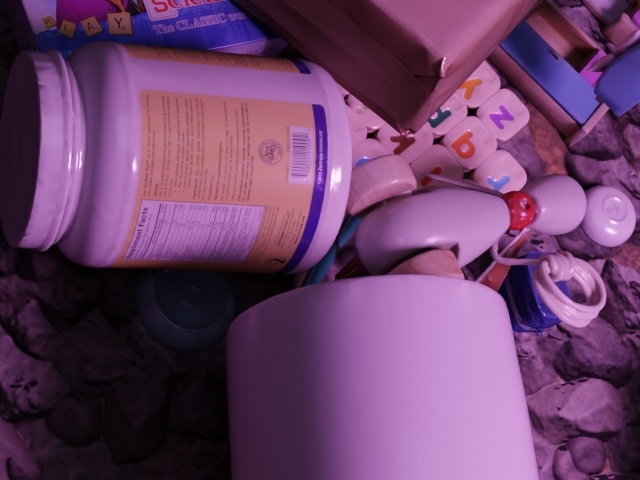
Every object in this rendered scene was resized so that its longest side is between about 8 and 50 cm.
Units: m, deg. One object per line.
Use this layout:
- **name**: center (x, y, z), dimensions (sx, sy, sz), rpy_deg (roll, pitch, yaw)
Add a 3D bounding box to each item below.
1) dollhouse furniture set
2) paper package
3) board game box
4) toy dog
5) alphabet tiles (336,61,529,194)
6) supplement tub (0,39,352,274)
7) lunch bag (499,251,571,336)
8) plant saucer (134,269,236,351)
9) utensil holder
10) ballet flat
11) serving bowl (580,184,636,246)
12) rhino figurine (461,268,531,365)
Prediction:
- **dollhouse furniture set**: center (0.380, -0.311, 1.937), dimensions (0.198, 0.303, 0.286), rpy_deg (45, 59, -3)
- **paper package**: center (0.096, -0.338, 1.798), dimensions (0.309, 0.168, 0.325), rpy_deg (39, 60, 8)
- **board game box**: center (-0.229, -0.342, 1.813), dimensions (0.319, 0.066, 0.318), rpy_deg (-16, 77, -29)
- **toy dog**: center (0.145, 0.003, 1.742), dimensions (0.334, 0.161, 0.220), rpy_deg (14, 57, -31)
- **alphabet tiles**: center (0.125, -0.144, 1.921), dimensions (0.284, 0.021, 0.278), rpy_deg (49, 59, 0)
- **supplement tub**: center (-0.158, -0.086, 1.644), dimensions (0.331, 0.241, 0.241), rpy_deg (3, 69, -23)
- **lunch bag**: center (0.257, 0.068, 1.872), dimensions (0.067, 0.065, 0.098), rpy_deg (4, 67, -40)
- **plant saucer**: center (-0.146, 0.064, 1.717), dimensions (0.119, 0.021, 0.119), rpy_deg (9, 67, -21)
- **utensil holder**: center (0.067, 0.262, 1.561), dimensions (0.328, 0.327, 0.385), rpy_deg (3, 68, -23)
- **ballet flat**: center (0.000, 0.000, 1.799), dimensions (0.052, 0.057, 0.168), rpy_deg (24, 54, 18)
- **serving bowl**: center (0.372, -0.035, 1.984), dimensions (0.083, 0.027, 0.083), rpy_deg (8, 67, -20)
- **rhino figurine**: center (0.161, 0.098, 1.810), dimensions (0.106, 0.073, 0.243), rpy_deg (-35, 85, -30)
